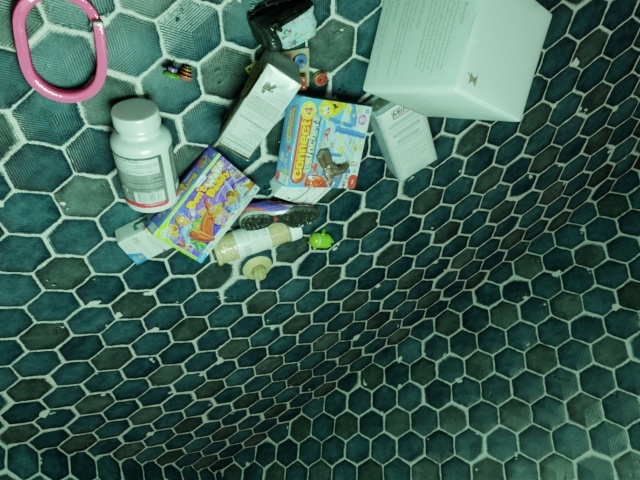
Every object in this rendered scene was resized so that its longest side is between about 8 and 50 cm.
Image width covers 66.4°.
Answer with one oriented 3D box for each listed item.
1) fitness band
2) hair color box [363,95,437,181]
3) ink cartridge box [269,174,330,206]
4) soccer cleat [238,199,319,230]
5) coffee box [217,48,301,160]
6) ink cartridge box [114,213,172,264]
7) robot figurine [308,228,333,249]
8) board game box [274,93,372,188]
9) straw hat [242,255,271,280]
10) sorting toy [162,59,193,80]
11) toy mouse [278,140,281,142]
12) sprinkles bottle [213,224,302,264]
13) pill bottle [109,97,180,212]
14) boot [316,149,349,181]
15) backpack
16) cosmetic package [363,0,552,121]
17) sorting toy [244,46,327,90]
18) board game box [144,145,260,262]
[{"bbox_3d":[-0.660,-0.493,1.251,0.208,0.054,0.291,-8,134,-26],"label":"fitness band"},{"bbox_3d":[0.317,-0.418,1.897,0.185,0.114,0.374,-32,141,1],"label":"hair color box"},{"bbox_3d":[-0.074,-0.215,1.870,0.190,0.082,0.139,16,134,-40],"label":"ink cartridge box"},{"bbox_3d":[-0.161,-0.113,1.886,0.317,0.117,0.109,-6,137,-18],"label":"soccer cleat"},{"bbox_3d":[-0.189,-0.416,1.497,0.118,0.168,0.297,27,122,-24],"label":"coffee box"},{"bbox_3d":[-0.595,-0.026,1.758,0.230,0.078,0.134,-27,141,-5],"label":"ink cartridge box"},{"bbox_3d":[0.000,0.000,2.168,0.115,0.067,0.101,3,135,-34],"label":"robot figurine"},{"bbox_3d":[0.011,-0.341,1.717,0.301,0.086,0.309,-4,115,-35],"label":"board game box"},{"bbox_3d":[-0.268,0.141,2.152,0.144,0.061,0.145,-17,139,-15],"label":"straw hat"},{"bbox_3d":[-0.410,-0.490,1.407,0.102,0.061,0.042,-17,132,-60],"label":"sorting toy"},{"bbox_3d":[-0.098,-0.346,1.765,0.143,0.031,0.161,7,138,-39],"label":"toy mouse"},{"bbox_3d":[-0.254,-0.012,1.954,0.355,0.121,0.121,-19,139,-14],"label":"sprinkles bottle"},{"bbox_3d":[-0.532,-0.255,1.483,0.176,0.176,0.319,-14,138,-20],"label":"pill bottle"},{"bbox_3d":[0.042,-0.277,1.694,0.106,0.037,0.114,-38,125,-18],"label":"boot"},{"bbox_3d":[-0.099,-0.625,1.413,0.182,0.152,0.115,-34,148,-15],"label":"backpack"},{"bbox_3d":[0.402,-0.569,1.493,0.327,0.393,0.330,9,99,-38],"label":"cosmetic package"},{"bbox_3d":[-0.102,-0.534,1.564,0.274,0.046,0.132,-16,138,-16],"label":"sorting toy"},{"bbox_3d":[-0.404,-0.118,1.705,0.347,0.078,0.233,-52,139,-2],"label":"board game box"}]
